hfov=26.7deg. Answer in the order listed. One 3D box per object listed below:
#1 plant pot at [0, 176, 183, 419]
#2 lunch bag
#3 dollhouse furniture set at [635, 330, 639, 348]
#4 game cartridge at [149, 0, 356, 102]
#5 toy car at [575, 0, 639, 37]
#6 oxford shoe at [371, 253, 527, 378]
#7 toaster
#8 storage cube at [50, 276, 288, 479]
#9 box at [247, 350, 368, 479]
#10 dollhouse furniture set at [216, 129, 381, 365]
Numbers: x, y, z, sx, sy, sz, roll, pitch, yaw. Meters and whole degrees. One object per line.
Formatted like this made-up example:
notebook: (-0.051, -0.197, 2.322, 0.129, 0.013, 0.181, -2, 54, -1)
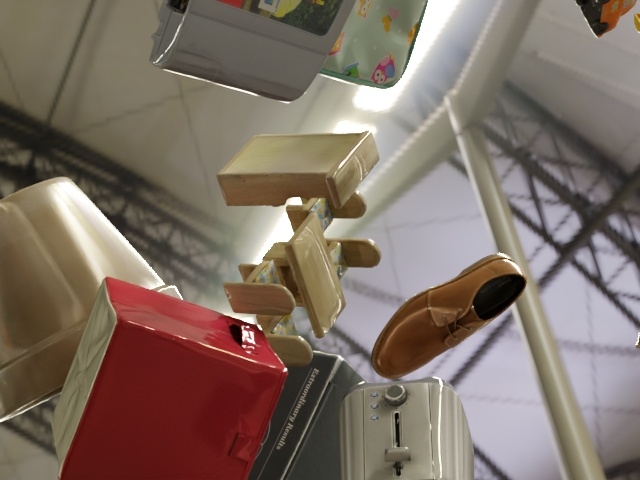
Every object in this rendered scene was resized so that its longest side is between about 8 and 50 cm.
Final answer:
plant pot: (-0.394, 0.072, 1.991, 0.323, 0.280, 0.323, -29, -2, -1)
lunch bag: (0.044, -0.308, 1.500, 0.224, 0.107, 0.279, 4, -72, -57)
dollhouse furniture set: (0.557, 0.042, 1.551, 0.303, 0.286, 0.198, 18, -17, 6)
game cartridge: (-0.037, -0.285, 1.298, 0.196, 0.060, 0.294, 8, -73, -47)
toy car: (0.212, -0.150, 0.907, 0.040, 0.122, 0.060, -18, -50, -6)
oxford shoe: (0.150, 0.091, 1.576, 0.212, 0.076, 0.076, -38, -76, -1)
toaster: (0.085, 0.251, 1.292, 0.129, 0.146, 0.227, -4, -51, 7)
storage cube: (-0.172, 0.175, 1.476, 0.193, 0.183, 0.215, 20, -82, -17)
box: (-0.114, 0.314, 1.901, 0.395, 0.294, 0.212, 5, -31, 45)
dollhouse furniture set: (0.000, 0.000, 1.618, 0.161, 0.212, 0.242, 1, -56, 31)
